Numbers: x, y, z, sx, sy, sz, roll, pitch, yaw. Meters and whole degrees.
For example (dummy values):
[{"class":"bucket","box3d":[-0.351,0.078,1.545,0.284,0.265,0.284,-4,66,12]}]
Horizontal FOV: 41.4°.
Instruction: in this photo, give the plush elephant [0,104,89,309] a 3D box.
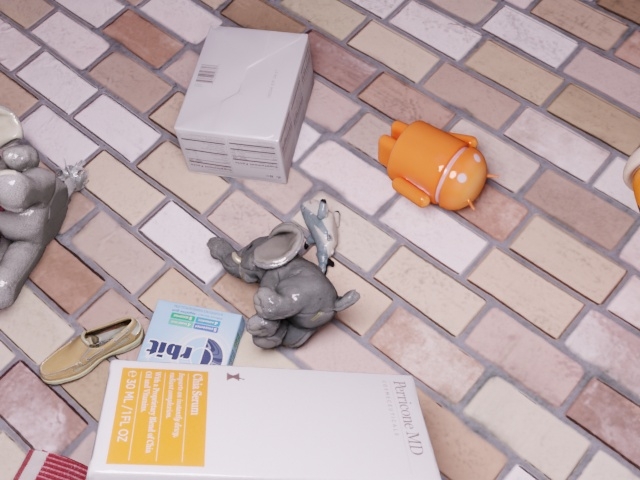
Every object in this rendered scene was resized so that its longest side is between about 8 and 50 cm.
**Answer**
[{"class":"plush elephant","box3d":[-0.603,-0.092,1.534,0.255,0.272,0.330,19,33,1]}]

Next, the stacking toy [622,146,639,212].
[{"class":"stacking toy","box3d":[0.653,0.077,1.310,0.350,0.350,0.480,3,75,8]}]

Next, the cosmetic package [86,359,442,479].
[{"class":"cosmetic package","box3d":[-0.082,0.307,1.189,0.452,0.162,0.230,4,30,-9]}]

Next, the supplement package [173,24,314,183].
[{"class":"supplement package","box3d":[-0.141,-0.265,1.647,0.203,0.145,0.262,8,60,10]}]

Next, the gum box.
[{"class":"gum box","box3d":[-0.229,0.202,1.441,0.156,0.041,0.185,10,62,11]}]

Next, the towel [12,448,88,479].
[{"class":"towel","box3d":[-0.361,0.479,1.297,0.328,0.037,0.237,16,65,17]}]

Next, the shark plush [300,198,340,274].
[{"class":"shark plush","box3d":[0.000,0.000,1.549,0.067,0.073,0.161,-13,79,21]}]

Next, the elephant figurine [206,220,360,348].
[{"class":"elephant figurine","box3d":[-0.072,0.050,1.446,0.185,0.169,0.240,6,47,-25]}]

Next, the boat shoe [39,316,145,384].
[{"class":"boat shoe","box3d":[-0.400,0.180,1.454,0.190,0.072,0.068,-29,61,-11]}]

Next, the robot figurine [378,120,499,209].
[{"class":"robot figurine","box3d":[0.211,-0.138,1.546,0.219,0.128,0.158,31,24,22]}]
